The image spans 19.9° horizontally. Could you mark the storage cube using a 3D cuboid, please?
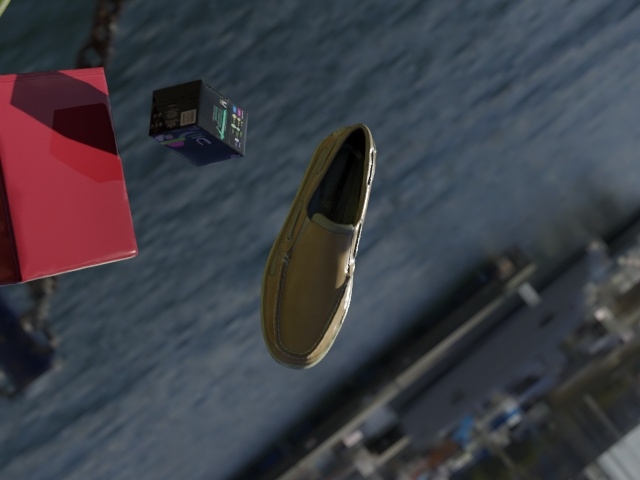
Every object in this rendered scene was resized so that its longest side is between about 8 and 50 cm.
[{"bbox_3d":[-0.317,-0.054,1.759,0.184,0.193,0.215,-9,-176,31],"label":"storage cube"}]

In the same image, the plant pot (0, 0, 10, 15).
[{"bbox_3d":[-0.312,-0.307,1.114,0.366,0.353,0.366,-55,-162,29],"label":"plant pot"}]

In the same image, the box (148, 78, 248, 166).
[{"bbox_3d":[-0.120,-0.115,1.799,0.062,0.052,0.083,-10,155,30],"label":"box"}]

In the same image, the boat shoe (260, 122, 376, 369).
[{"bbox_3d":[0.000,0.000,1.349,0.072,0.068,0.190,128,-26,-71],"label":"boat shoe"}]
